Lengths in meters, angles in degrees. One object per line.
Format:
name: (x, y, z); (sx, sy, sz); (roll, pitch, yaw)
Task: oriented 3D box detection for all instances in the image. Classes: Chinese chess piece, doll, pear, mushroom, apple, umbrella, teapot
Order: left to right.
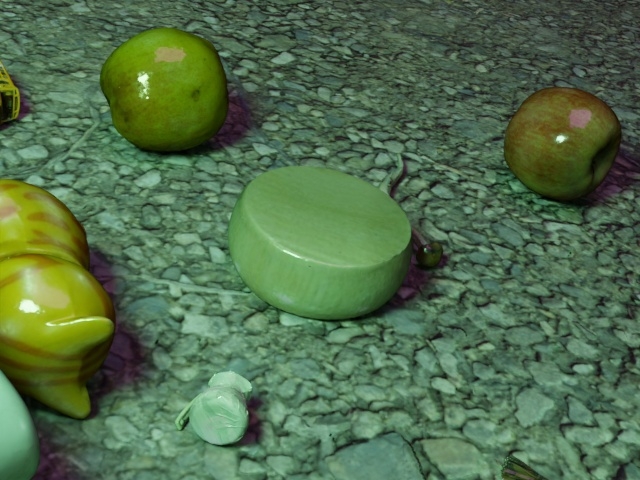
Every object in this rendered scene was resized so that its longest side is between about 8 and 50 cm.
doll: (-0.316, 0.052, 0.950); (0.162, 0.167, 0.270); (-5, 41, -22)
pear: (-0.243, -0.233, 1.359); (0.200, 0.200, 0.200); (10, 34, -7)
teapot: (-0.111, 0.178, 0.935); (0.083, 0.064, 0.064); (-14, 22, 15)
Chinese chess piece: (0.000, 0.000, 1.184); (0.250, 0.101, 0.250); (10, 34, -7)
mushroom: (0.127, -0.058, 1.375); (0.068, 0.043, 0.306); (20, 29, -24)
umbrella: (0.230, 0.261, 0.969); (0.083, 0.020, 0.031); (26, 36, 9)
apple: (0.408, -0.166, 1.494); (0.174, 0.188, 0.188); (29, 36, 34)

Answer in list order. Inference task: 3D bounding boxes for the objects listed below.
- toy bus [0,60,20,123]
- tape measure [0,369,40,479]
toy bus: (-0.514, -0.230, 1.361); (0.074, 0.070, 0.162); (-7, 38, -31)
tape measure: (-0.338, 0.143, 0.732); (0.125, 0.246, 0.243); (-24, 60, -41)
